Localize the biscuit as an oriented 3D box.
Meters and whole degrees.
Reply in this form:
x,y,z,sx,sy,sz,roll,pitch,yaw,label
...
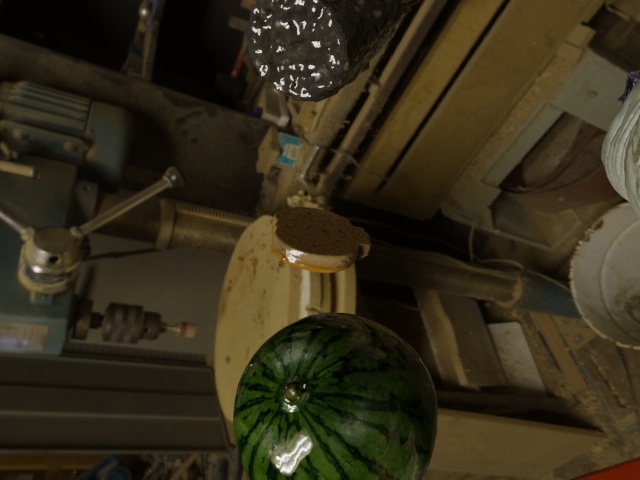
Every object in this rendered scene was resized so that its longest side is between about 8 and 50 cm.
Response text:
x,y,z,sx,sy,sz,roll,pitch,yaw,label
-0.001,0.003,0.813,0.170,0.170,0.050,-120,36,-54,biscuit

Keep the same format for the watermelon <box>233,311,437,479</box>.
x,y,z,sx,sy,sz,roll,pitch,yaw,label
0.004,0.266,0.750,0.330,0.189,0.331,-6,75,24,watermelon

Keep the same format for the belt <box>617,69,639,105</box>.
x,y,z,sx,sy,sz,roll,pitch,yaw,label
0.991,-0.411,1.348,0.260,0.324,0.122,-118,18,-64,belt

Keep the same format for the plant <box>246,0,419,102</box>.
x,y,z,sx,sy,sz,roll,pitch,yaw,label
0.023,-0.349,0.745,0.181,0.194,0.321,-42,11,47,plant

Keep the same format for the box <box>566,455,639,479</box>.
x,y,z,sx,sy,sz,roll,pitch,yaw,label
0.173,0.339,0.188,0.256,0.319,0.349,-35,15,24,box

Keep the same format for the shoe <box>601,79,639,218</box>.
x,y,z,sx,sy,sz,roll,pitch,yaw,label
0.281,-0.126,0.255,0.210,0.132,0.342,-47,-19,-53,shoe
